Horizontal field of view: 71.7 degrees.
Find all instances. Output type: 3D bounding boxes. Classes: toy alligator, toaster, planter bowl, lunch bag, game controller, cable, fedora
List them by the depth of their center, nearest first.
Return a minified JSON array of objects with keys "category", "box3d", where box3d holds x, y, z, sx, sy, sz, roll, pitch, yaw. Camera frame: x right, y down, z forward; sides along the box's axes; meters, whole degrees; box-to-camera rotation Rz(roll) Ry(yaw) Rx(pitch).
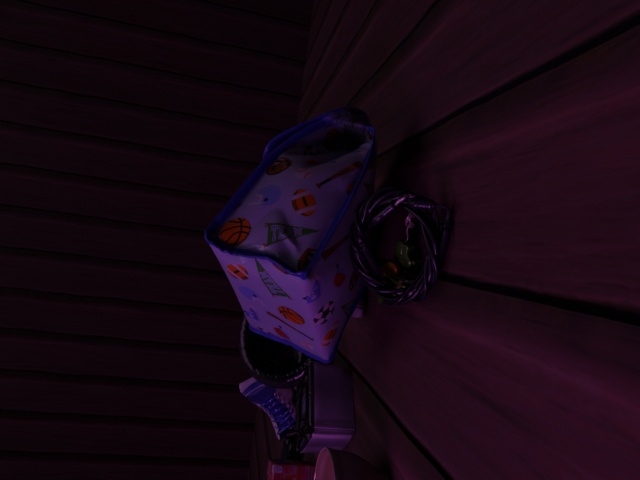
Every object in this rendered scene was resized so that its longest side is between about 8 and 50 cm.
[{"category":"cable","box3d":[0.111,0.014,0.676,0.047,0.151,0.184,-33,-44,-65]},{"category":"planter bowl","box3d":[0.056,0.434,0.736,0.162,0.109,0.161,-173,90,-79]},{"category":"toy alligator","box3d":[0.142,0.042,0.743,0.051,0.056,0.189,34,124,30]},{"category":"lunch bag","box3d":[-0.009,-0.023,0.862,0.385,0.239,0.327,-58,-23,-29]},{"category":"toaster","box3d":[0.003,0.398,1.029,0.168,0.110,0.185,108,165,-45]},{"category":"fedora","box3d":[-0.081,0.270,1.324,0.152,0.334,0.333,44,-133,-62]},{"category":"game controller","box3d":[-0.104,0.782,1.480,0.166,0.067,0.318,22,-104,-86]}]

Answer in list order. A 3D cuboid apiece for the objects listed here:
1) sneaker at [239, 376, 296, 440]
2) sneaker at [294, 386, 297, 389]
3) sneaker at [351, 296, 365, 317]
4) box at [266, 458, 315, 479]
[{"category":"sneaker","box3d":[-0.122,0.528,1.411,0.182,0.128,0.315,64,-176,33]},{"category":"sneaker","box3d":[-0.050,0.424,1.414,0.086,0.064,0.192,-97,13,-53]},{"category":"sneaker","box3d":[0.049,0.080,1.059,0.282,0.102,0.160,-138,60,-77]},{"category":"box","box3d":[-0.091,0.750,1.222,0.128,0.123,0.256,124,152,-65]}]
